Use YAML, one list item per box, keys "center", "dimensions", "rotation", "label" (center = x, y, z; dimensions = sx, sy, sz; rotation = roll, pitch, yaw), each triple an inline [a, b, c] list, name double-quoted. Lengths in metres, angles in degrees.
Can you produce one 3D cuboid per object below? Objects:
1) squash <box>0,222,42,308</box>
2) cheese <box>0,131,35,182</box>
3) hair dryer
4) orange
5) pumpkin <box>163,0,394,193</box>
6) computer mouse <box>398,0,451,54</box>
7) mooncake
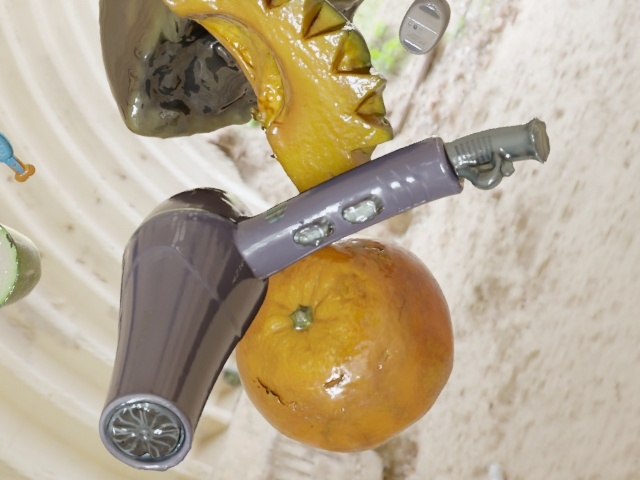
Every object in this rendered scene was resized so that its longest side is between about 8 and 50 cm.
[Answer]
- center: [-0.561, 0.043, 1.695]
  dimensions: [0.123, 0.170, 0.170]
  rotation: [2, -69, -68]
  label: "squash"
- center: [-0.505, -0.136, 1.582]
  dimensions: [0.047, 0.111, 0.017]
  rotation: [-36, 36, 7]
  label: "cheese"
- center: [0.000, 0.000, 0.725]
  dimensions: [0.361, 0.121, 0.301]
  rotation: [-27, 24, 15]
  label: "hair dryer"
- center: [0.030, 0.128, 1.257]
  dimensions: [0.226, 0.283, 0.284]
  rotation: [44, -118, -52]
  label: "orange"
- center: [-0.014, -0.162, 0.877]
  dimensions: [0.130, 0.254, 0.149]
  rotation: [-35, 7, 20]
  label: "pumpkin"
- center: [0.156, -0.323, 1.461]
  dimensions: [0.039, 0.066, 0.096]
  rotation: [-53, -7, -50]
  label: "computer mouse"
- center: [-0.118, -0.321, 1.326]
  dimensions: [0.246, 0.394, 0.394]
  rotation: [-16, -64, -38]
  label: "mooncake"
